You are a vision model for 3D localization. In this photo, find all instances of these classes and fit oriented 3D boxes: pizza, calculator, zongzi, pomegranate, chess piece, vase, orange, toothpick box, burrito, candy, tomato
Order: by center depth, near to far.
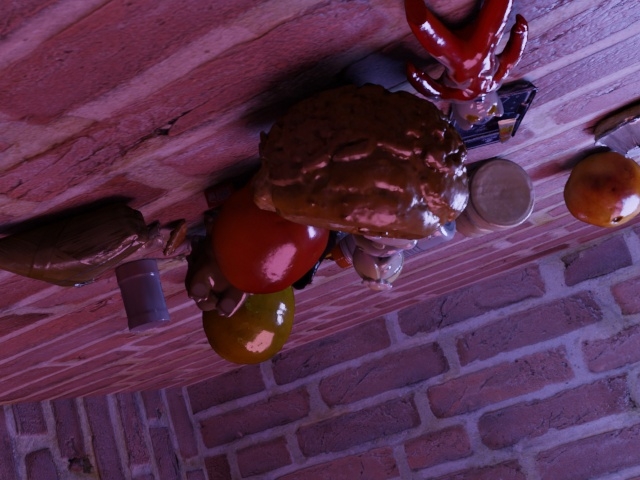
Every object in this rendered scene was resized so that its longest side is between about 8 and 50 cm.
[{"bbox_3d":[-0.462,-0.004,1.446,0.228,0.115,0.256,-30,151,31],"label":"zongzi"},{"bbox_3d":[-0.082,-0.018,1.552,0.260,0.180,0.260,-49,163,-20],"label":"tomato"},{"bbox_3d":[0.321,-0.231,1.599,0.166,0.028,0.274,-16,166,-1],"label":"calculator"},{"bbox_3d":[-0.176,-0.076,1.602,0.062,0.038,0.122,-19,166,10],"label":"candy"},{"bbox_3d":[-0.371,0.006,1.688,0.149,0.041,0.055,-23,151,25],"label":"burrito"},{"bbox_3d":[-0.302,-0.006,1.709,0.083,0.025,0.078,-62,174,2],"label":"pizza"},{"bbox_3d":[0.000,0.000,1.813,0.115,0.115,0.237,-32,-172,47],"label":"vase"},{"bbox_3d":[-0.411,0.129,1.893,0.098,0.149,0.098,-16,166,-4],"label":"toothpick box"},{"bbox_3d":[0.408,-0.083,2.025,0.167,0.167,0.299,-15,171,-7],"label":"chess piece"},{"bbox_3d":[0.737,-0.133,2.123,0.209,0.209,0.209,-16,166,-4],"label":"pomegranate"},{"bbox_3d":[-0.191,0.188,2.166,0.235,0.279,0.279,20,153,-17],"label":"orange"}]

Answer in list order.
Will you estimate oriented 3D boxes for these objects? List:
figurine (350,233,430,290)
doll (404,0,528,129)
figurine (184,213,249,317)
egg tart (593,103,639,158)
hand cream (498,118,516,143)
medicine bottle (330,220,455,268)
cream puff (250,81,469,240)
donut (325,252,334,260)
[{"bbox_3d":[0.106,-0.034,1.705,0.274,0.226,0.394,20,150,16],"label":"figurine"},{"bbox_3d":[0.222,-0.269,1.226,0.188,0.099,0.384,-19,163,10],"label":"doll"},{"bbox_3d":[-0.204,0.041,1.789,0.177,0.247,0.173,9,-159,-5],"label":"figurine"},{"bbox_3d":[0.747,-0.253,1.880,0.234,0.094,0.234,-17,168,-4],"label":"egg tart"},{"bbox_3d":[0.364,-0.216,1.610,0.035,0.022,0.102,-7,165,7],"label":"hand cream"},{"bbox_3d":[0.162,-0.026,1.945,0.289,0.157,0.157,-23,165,26],"label":"medicine bottle"},{"bbox_3d":[0.063,-0.126,1.279,0.343,0.231,0.327,7,180,38],"label":"cream puff"},{"bbox_3d":[0.066,0.012,2.184,0.140,0.059,0.140,-16,167,-4],"label":"donut"}]
